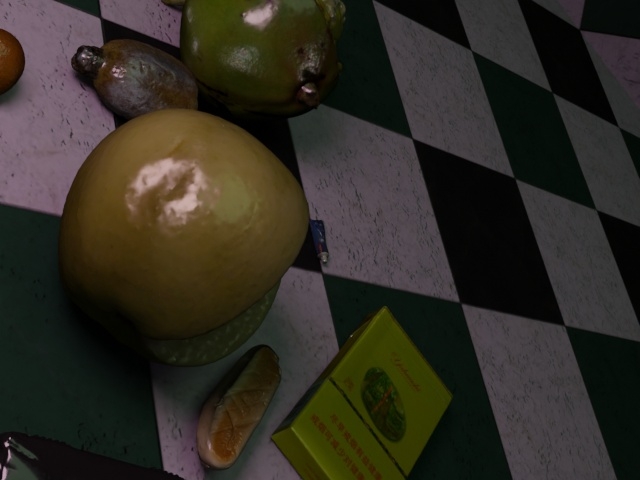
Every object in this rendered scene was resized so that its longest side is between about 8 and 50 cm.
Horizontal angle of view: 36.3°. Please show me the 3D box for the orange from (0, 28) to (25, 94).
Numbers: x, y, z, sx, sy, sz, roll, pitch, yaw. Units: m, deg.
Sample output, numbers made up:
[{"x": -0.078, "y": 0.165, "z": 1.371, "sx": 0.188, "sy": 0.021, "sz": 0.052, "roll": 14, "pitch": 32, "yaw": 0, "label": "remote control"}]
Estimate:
[{"x": -0.395, "y": -0.214, "z": 1.171, "sx": 0.085, "sy": 0.085, "sz": 0.085, "roll": 30, "pitch": 44, "yaw": -33, "label": "orange"}]

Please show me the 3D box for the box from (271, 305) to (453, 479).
[{"x": 0.072, "y": 0.249, "z": 1.394, "sx": 0.187, "sy": 0.047, "sz": 0.335, "roll": 53, "pitch": 36, "yaw": -5, "label": "box"}]

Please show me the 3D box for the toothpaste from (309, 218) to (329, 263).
[{"x": 0.000, "y": 0.000, "z": 1.523, "sx": 0.027, "sy": 0.019, "sz": 0.083, "roll": 7, "pitch": 53, "yaw": -27, "label": "toothpaste"}]

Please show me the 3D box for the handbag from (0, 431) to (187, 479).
[{"x": -0.229, "y": 0.328, "z": 0.948, "sx": 0.275, "sy": 0.088, "sz": 0.244, "roll": 30, "pitch": 46, "yaw": -38, "label": "handbag"}]

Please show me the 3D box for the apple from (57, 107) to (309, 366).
[{"x": -0.157, "y": 0.001, "z": 1.114, "sx": 0.292, "sy": 0.292, "sz": 0.254, "roll": 43, "pitch": 62, "yaw": -19, "label": "apple"}]

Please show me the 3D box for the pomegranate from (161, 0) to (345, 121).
[{"x": -0.111, "y": -0.316, "z": 1.463, "sx": 0.341, "sy": 0.260, "sz": 0.260, "roll": 35, "pitch": 26, "yaw": 27, "label": "pomegranate"}]

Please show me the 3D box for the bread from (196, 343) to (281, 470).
[{"x": -0.107, "y": 0.205, "z": 1.212, "sx": 0.073, "sy": 0.053, "sz": 0.214, "roll": 52, "pitch": 33, "yaw": -14, "label": "bread"}]

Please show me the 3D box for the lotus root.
[{"x": -0.250, "y": -0.218, "z": 1.337, "sx": 0.192, "sy": 0.088, "sz": 0.113, "roll": 22, "pitch": 55, "yaw": -39, "label": "lotus root"}]
